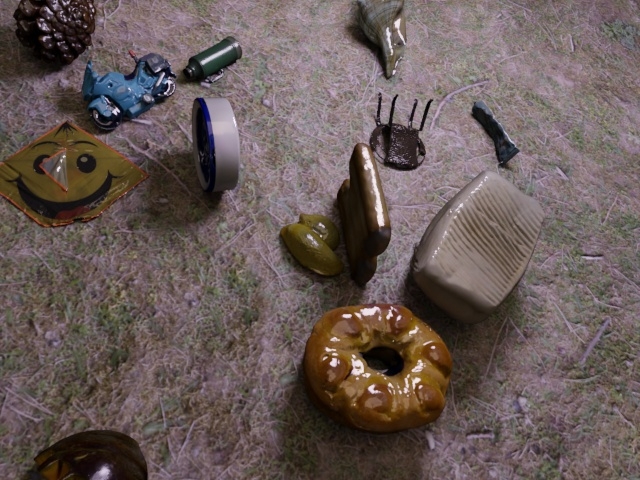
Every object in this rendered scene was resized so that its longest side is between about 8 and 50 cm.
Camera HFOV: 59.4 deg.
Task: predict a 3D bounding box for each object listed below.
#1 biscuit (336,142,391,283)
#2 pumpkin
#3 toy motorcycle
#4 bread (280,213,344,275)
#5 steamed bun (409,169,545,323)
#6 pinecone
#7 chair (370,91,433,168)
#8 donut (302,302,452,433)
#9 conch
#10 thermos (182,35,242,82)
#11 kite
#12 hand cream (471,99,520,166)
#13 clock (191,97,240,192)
[{"bbox_3d":[0.103,-0.064,1.366,0.062,0.236,0.290,-2,57,-13],"label":"biscuit"},{"bbox_3d":[-0.382,0.414,1.005,0.254,0.130,0.149,37,58,12],"label":"pumpkin"},{"bbox_3d":[-0.527,-0.423,1.512,0.272,0.124,0.182,-40,96,-29],"label":"toy motorcycle"},{"bbox_3d":[0.000,0.000,1.404,0.149,0.065,0.187,-29,67,-33],"label":"bread"},{"bbox_3d":[0.364,0.029,1.378,0.247,0.236,0.383,37,63,-2],"label":"steamed bun"},{"bbox_3d":[-0.713,-0.587,1.505,0.203,0.201,0.228,27,71,-32],"label":"pinecone"},{"bbox_3d":[0.238,-0.324,1.655,0.174,0.149,0.213,6,99,-14],"label":"chair"},{"bbox_3d":[0.120,0.272,1.207,0.317,0.150,0.299,33,56,8],"label":"donut"},{"bbox_3d":[0.205,-0.727,1.867,0.203,0.170,0.385,-3,98,-43],"label":"conch"},{"bbox_3d":[-0.322,-0.526,1.654,0.073,0.083,0.188,29,55,31],"label":"thermos"},{"bbox_3d":[-0.623,-0.175,1.387,0.378,0.013,0.327,-7,60,-17],"label":"kite"},{"bbox_3d":[0.536,-0.346,1.752,0.052,0.075,0.247,-8,58,-13],"label":"hand cream"},{"bbox_3d":[-0.260,-0.236,1.383,0.083,0.230,0.230,-10,61,-19],"label":"clock"}]
